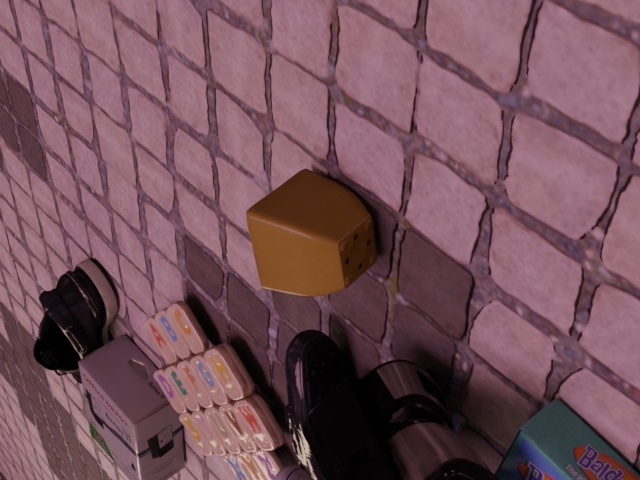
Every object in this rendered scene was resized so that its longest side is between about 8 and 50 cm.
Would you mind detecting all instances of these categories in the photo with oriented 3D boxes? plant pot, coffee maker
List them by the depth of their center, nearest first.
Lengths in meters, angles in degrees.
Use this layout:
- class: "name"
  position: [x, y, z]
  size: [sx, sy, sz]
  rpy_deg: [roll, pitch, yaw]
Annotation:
- class: "coffee maker"
  position: [0.047, 0.194, 0.773]
  size: [0.178, 0.171, 0.120]
  rpy_deg: [-124, 15, -67]
- class: "plant pot"
  position: [0.000, 0.000, 0.815]
  size: [0.083, 0.081, 0.081]
  rpy_deg: [19, 133, 35]

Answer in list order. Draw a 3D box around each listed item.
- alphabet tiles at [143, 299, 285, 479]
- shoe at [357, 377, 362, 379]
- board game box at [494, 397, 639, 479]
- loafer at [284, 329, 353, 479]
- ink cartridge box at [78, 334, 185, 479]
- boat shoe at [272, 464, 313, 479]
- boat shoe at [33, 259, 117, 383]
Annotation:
- class: "alphabet tiles"
  position: [-0.137, 0.211, 1.244]
  size: [0.278, 0.021, 0.284]
  rpy_deg: [60, 152, -1]
- class: "shoe"
  position: [0.067, 0.221, 0.929]
  size: [0.081, 0.064, 0.177]
  rpy_deg: [19, 128, 56]
- class: "board game box"
  position: [0.200, 0.241, 0.762]
  size: [0.160, 0.047, 0.210]
  rpy_deg: [45, 148, 24]
- class: "loafer"
  position: [-0.006, 0.177, 0.987]
  size: [0.078, 0.076, 0.223]
  rpy_deg: [21, 138, 37]
- class: "ink cartridge box"
  position: [-0.288, 0.269, 1.493]
  size: [0.153, 0.087, 0.208]
  rpy_deg: [40, 145, 29]
- class: "boat shoe"
  position: [0.035, 0.342, 1.094]
  size: [0.076, 0.083, 0.226]
  rpy_deg: [-19, 112, 48]
- class: "boat shoe"
  position: [-0.394, 0.154, 1.519]
  size: [0.127, 0.113, 0.340]
  rpy_deg: [52, 150, 11]
